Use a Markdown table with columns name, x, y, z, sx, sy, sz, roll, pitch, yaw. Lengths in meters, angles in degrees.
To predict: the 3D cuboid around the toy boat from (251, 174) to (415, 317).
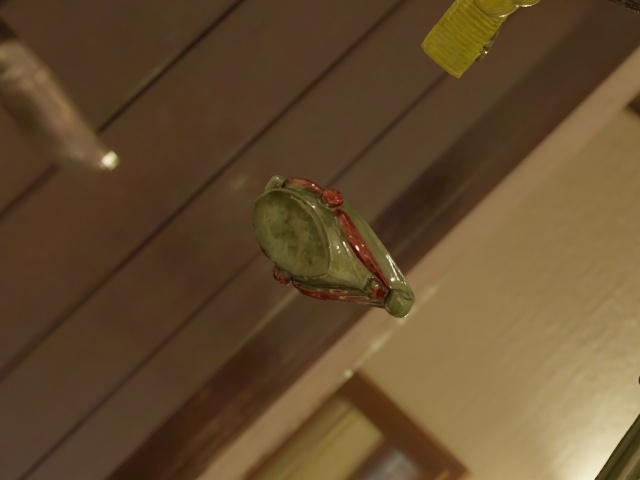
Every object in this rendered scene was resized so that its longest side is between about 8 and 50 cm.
| name | x | y | z | sx | sy | sz | roll | pitch | yaw |
| --- | --- | --- | --- | --- | --- | --- | --- | --- | --- |
| toy boat | -0.001 | -0.001 | 1.370 | 0.071 | 0.089 | 0.185 | 12 | 25 | -49 |

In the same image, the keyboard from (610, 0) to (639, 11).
| name | x | y | z | sx | sy | sz | roll | pitch | yaw |
| --- | --- | --- | --- | --- | --- | --- | --- | --- | --- |
| keyboard | 0.288 | -0.287 | 1.490 | 0.093 | 0.230 | 0.025 | 25 | -28 | 16 |

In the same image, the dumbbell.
| name | x | y | z | sx | sy | sz | roll | pitch | yaw |
| --- | --- | --- | --- | --- | --- | --- | --- | --- | --- |
| dumbbell | 0.203 | 0.139 | 1.130 | 0.052 | 0.118 | 0.046 | 39 | 10 | 37 |

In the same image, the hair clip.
| name | x | y | z | sx | sy | sz | roll | pitch | yaw |
| --- | --- | --- | --- | --- | --- | --- | --- | --- | --- |
| hair clip | 0.138 | -0.203 | 1.405 | 0.072 | 0.046 | 0.173 | 39 | -41 | -1 |
